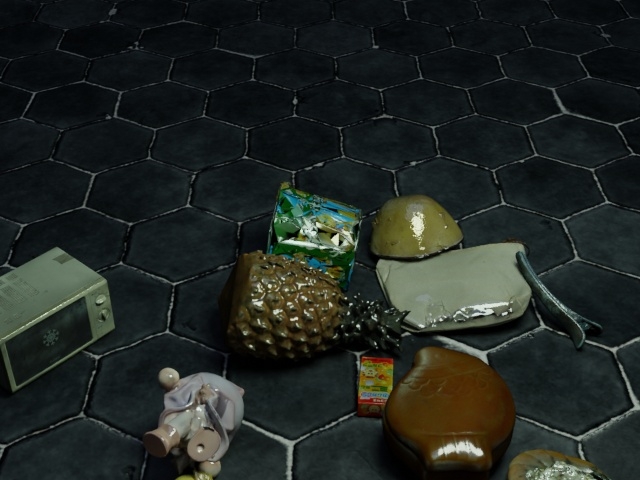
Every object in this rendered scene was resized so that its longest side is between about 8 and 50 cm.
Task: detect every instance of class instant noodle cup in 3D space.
[{"bbox_3d":[-0.016,0.006,1.930,0.178,0.240,0.240,11,36,-1],"label":"instant noodle cup"}]

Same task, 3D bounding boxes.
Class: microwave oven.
[{"bbox_3d":[-0.548,0.146,1.787,0.193,0.145,0.240,25,43,34],"label":"microwave oven"}]

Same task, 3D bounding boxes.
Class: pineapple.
[{"bbox_3d":[-0.009,0.146,1.783,0.361,0.202,0.202,14,34,-12],"label":"pineapple"}]

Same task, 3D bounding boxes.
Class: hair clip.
[{"bbox_3d":[0.459,0.110,1.858,0.070,0.039,0.229,-27,68,-31],"label":"hair clip"}]

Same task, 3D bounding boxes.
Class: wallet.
[{"bbox_3d":[0.285,0.091,1.937,0.335,0.068,0.275,-5,32,4],"label":"wallet"}]

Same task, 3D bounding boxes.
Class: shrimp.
[{"bbox_3d":[0.401,0.430,1.476,0.198,0.051,0.262,2,33,2],"label":"shrimp"}]

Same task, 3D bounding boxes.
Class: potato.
[{"bbox_3d":[0.201,-0.043,2.031,0.202,0.117,0.182,1,19,27],"label":"potato"}]

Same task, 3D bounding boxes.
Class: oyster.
[{"bbox_3d":[0.385,0.382,1.478,0.100,0.037,0.098,-14,37,-33],"label":"oyster"}]

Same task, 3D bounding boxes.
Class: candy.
[{"bbox_3d":[0.100,0.267,1.709,0.062,0.038,0.122,3,36,4],"label":"candy"}]

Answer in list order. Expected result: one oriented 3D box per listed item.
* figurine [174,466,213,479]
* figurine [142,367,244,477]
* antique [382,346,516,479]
[{"bbox_3d":[-0.162,0.428,1.431,0.246,0.131,0.156,7,74,-16],"label":"figurine"},{"bbox_3d":[-0.199,0.296,1.535,0.133,0.200,0.276,-25,3,5],"label":"figurine"},{"bbox_3d":[0.214,0.303,1.583,0.223,0.129,0.278,-3,36,-4],"label":"antique"}]
